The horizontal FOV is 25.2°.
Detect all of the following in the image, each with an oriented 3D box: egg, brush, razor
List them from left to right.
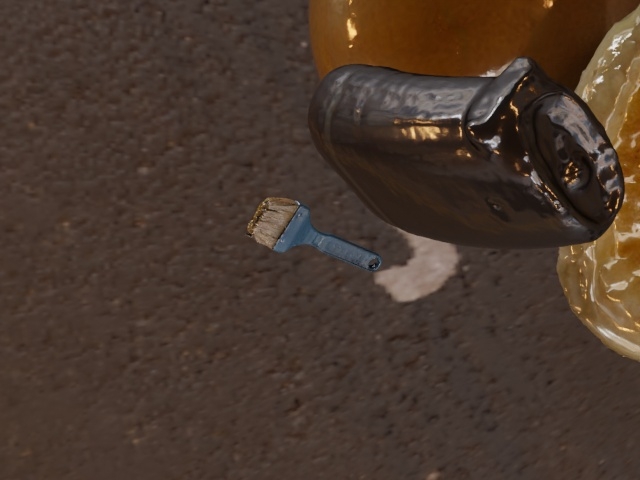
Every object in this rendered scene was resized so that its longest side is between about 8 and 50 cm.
[{"bbox_3d":[0.000,0.000,1.349,0.051,0.164,0.014,-56,42,12],"label":"brush"},{"bbox_3d":[0.059,-0.035,0.621,0.054,0.090,0.148,-53,30,-17],"label":"razor"},{"bbox_3d":[0.140,-0.201,1.150,0.282,0.351,0.283,27,136,29],"label":"egg"}]

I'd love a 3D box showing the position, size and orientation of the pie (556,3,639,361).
[{"bbox_3d":[0.317,-0.049,1.004,0.339,0.077,0.339,-1,110,-3],"label":"pie"}]
